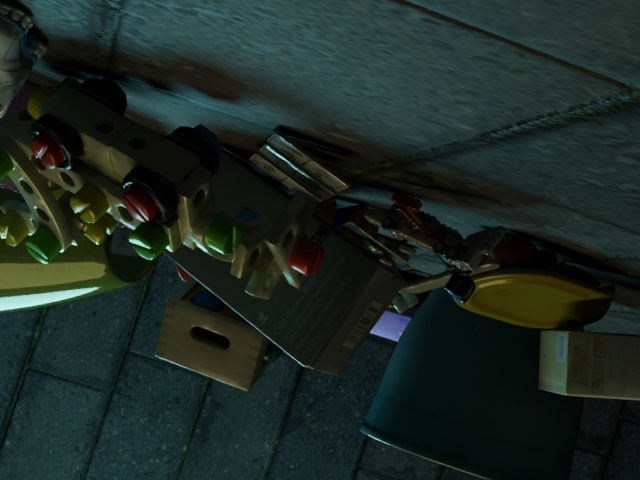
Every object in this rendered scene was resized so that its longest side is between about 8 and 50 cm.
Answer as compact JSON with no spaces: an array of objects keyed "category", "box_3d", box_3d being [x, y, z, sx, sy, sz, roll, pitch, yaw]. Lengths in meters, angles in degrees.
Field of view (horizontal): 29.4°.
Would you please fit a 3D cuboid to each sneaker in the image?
[{"category":"sneaker","box_3d":[-0.245,-0.127,0.874,0.071,0.083,0.191,19,175,3]}]

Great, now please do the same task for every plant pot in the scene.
[{"category":"plant pot","box_3d":[-0.354,-0.025,1.510,0.293,0.275,0.275,6,171,24]},{"category":"plant pot","box_3d":[0.215,0.160,1.542,0.271,0.255,0.271,18,175,1]}]

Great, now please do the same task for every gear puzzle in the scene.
[{"category":"gear puzzle","box_3d":[0.000,0.000,1.810,0.175,0.044,0.339,19,176,-19]}]

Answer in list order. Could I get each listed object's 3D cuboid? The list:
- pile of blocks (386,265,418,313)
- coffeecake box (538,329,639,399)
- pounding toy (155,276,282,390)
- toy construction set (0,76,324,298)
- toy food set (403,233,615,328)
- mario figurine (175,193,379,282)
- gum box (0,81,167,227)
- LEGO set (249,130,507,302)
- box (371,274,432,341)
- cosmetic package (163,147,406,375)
[{"category":"pile of blocks","box_3d":[-0.005,0.079,2.179,0.362,0.149,0.112,17,176,6]},{"category":"coffeecake box","box_3d":[0.336,0.133,1.285,0.185,0.068,0.142,4,176,-1]},{"category":"pounding toy","box_3d":[-0.082,0.082,1.325,0.141,0.100,0.130,20,-157,9]},{"category":"toy construction set","box_3d":[-0.159,-0.035,1.071,0.327,0.151,0.215,16,143,14]},{"category":"toy food set","box_3d":[0.203,0.029,1.239,0.218,0.071,0.128,18,153,-33]},{"category":"mario figurine","box_3d":[-0.078,0.019,1.453,0.320,0.170,0.198,0,129,52]},{"category":"gum box","box_3d":[-0.258,-0.087,1.299,0.188,0.107,0.062,20,175,-34]},{"category":"LEGO set","box_3d":[0.057,-0.029,1.096,0.244,0.060,0.182,36,172,-6]},{"category":"box","box_3d":[0.147,0.125,2.285,0.293,0.057,0.201,17,-161,19]},{"category":"cosmetic package","box_3d":[-0.048,0.017,1.232,0.238,0.127,0.107,35,-178,20]}]
